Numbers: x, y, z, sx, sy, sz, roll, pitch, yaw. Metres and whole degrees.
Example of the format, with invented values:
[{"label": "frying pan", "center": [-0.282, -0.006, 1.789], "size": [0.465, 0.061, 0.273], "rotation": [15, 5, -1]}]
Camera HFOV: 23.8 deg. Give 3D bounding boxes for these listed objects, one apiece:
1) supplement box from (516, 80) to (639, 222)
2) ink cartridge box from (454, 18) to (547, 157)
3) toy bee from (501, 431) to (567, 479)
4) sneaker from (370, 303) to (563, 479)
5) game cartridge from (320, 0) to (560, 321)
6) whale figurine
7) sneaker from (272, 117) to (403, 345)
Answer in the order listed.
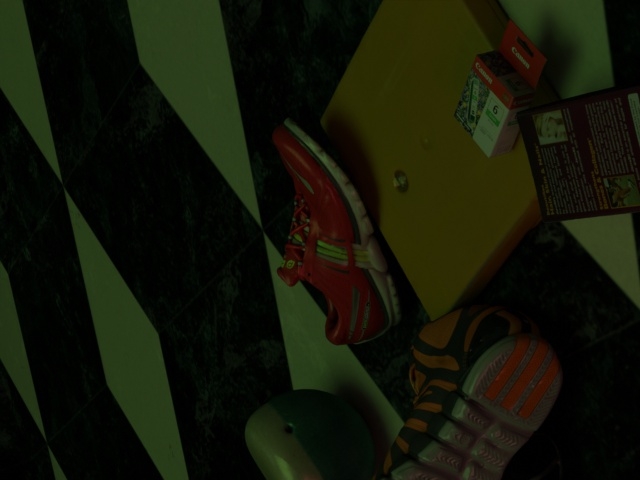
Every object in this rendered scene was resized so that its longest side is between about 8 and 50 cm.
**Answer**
[{"label": "supplement box", "center": [0.261, -0.080, 1.290], "size": [0.188, 0.080, 0.104], "rotation": [-6, 100, 62]}, {"label": "ink cartridge box", "center": [0.164, -0.139, 1.399], "size": [0.063, 0.029, 0.115], "rotation": [54, 146, 31]}, {"label": "toy bee", "center": [0.265, 0.351, 1.483], "size": [0.195, 0.298, 0.162], "rotation": [-7, 133, 29]}, {"label": "sneaker", "center": [0.122, 0.205, 1.571], "size": [0.321, 0.124, 0.180], "rotation": [-53, 19, 8]}, {"label": "game cartridge", "center": [0.127, -0.108, 1.562], "size": [0.285, 0.052, 0.324], "rotation": [62, 148, 20]}, {"label": "whale figurine", "center": [0.008, 0.295, 1.949], "size": [0.216, 0.141, 0.272], "rotation": [49, 169, 38]}, {"label": "sneaker", "center": [0.000, 0.000, 1.697], "size": [0.279, 0.118, 0.107], "rotation": [66, 174, -20]}]
